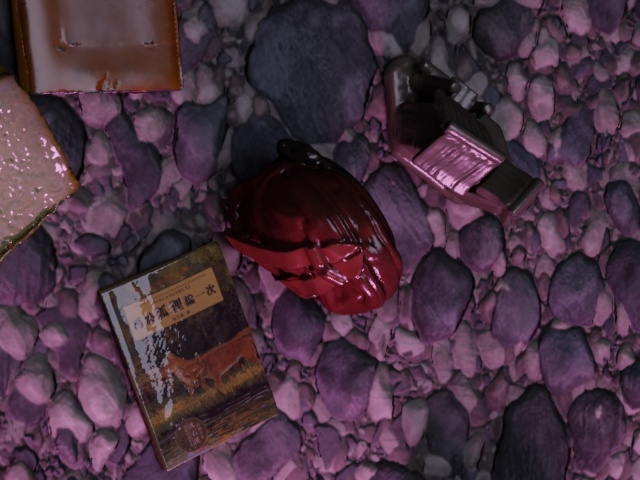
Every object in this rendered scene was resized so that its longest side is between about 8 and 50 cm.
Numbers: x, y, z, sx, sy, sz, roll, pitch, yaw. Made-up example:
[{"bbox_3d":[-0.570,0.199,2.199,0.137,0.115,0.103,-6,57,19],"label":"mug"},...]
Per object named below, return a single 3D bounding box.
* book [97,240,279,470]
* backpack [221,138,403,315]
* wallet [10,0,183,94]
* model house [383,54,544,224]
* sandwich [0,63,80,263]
[{"bbox_3d":[-0.152,0.133,1.955,0.160,0.024,0.228,-25,106,-25],"label":"book"},{"bbox_3d":[0.002,-0.002,1.927,0.139,0.229,0.229,-42,113,-18],"label":"backpack"},{"bbox_3d":[-0.250,-0.239,1.867,0.195,0.042,0.161,-7,92,-29],"label":"wallet"},{"bbox_3d":[0.178,-0.115,2.061,0.229,0.188,0.122,38,89,-27],"label":"model house"},{"bbox_3d":[-0.391,-0.053,1.734,0.251,0.087,0.226,-48,144,-20],"label":"sandwich"}]
